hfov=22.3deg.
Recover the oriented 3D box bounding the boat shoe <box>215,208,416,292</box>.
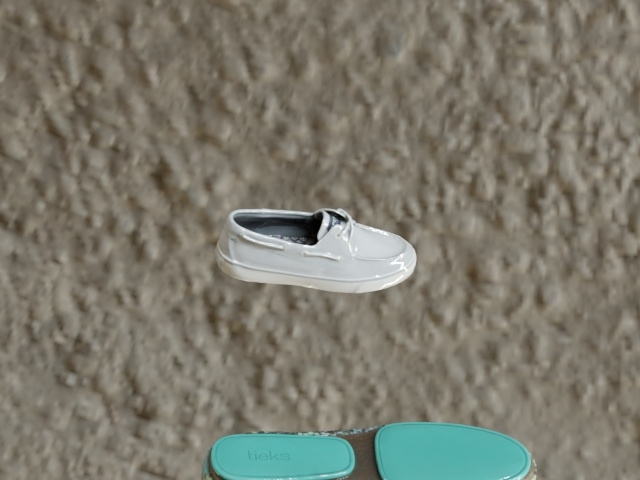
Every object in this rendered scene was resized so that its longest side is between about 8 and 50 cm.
[{"bbox_3d":[0.000,0.000,1.455,0.184,0.066,0.063,7,132,-9],"label":"boat shoe"}]

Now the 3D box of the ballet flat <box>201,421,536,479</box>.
[{"bbox_3d":[0.027,0.140,0.930,0.188,0.070,0.070,2,131,1],"label":"ballet flat"}]
